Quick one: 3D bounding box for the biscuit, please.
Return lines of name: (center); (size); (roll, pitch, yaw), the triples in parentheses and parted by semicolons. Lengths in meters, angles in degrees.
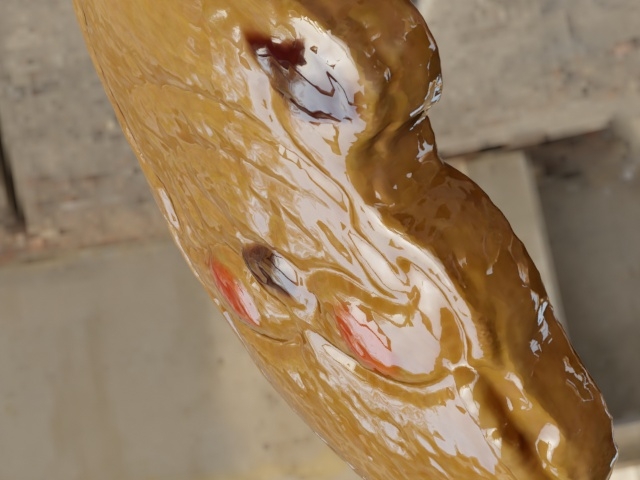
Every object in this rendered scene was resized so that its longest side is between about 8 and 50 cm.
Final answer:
biscuit: (-0.001, 0.000, 1.076); (0.078, 0.455, 0.349); (-36, -154, -16)
